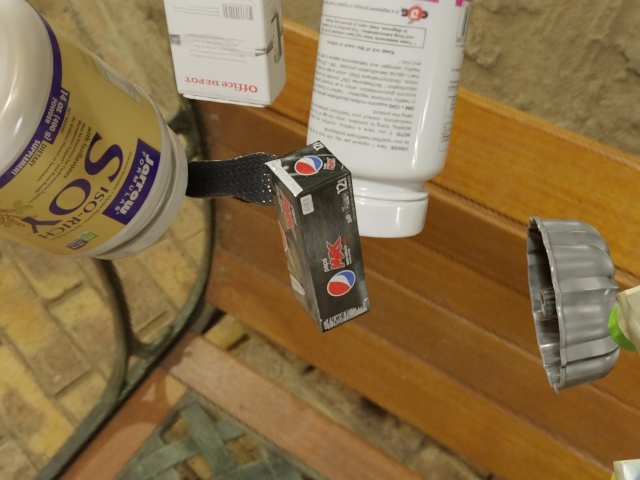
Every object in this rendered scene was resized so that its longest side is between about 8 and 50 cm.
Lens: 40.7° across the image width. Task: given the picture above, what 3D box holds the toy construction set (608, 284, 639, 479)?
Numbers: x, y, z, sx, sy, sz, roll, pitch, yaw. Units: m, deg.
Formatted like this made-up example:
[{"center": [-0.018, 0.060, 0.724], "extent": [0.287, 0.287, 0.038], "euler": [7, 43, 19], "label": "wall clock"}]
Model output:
[{"center": [0.286, 0.044, 0.429], "extent": [0.151, 0.327, 0.215], "euler": [136, 120, -63], "label": "toy construction set"}]

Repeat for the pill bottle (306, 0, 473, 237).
[{"center": [0.069, -0.156, 0.960], "extent": [0.160, 0.160, 0.283], "euler": [18, 109, 34], "label": "pill bottle"}]

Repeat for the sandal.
[{"center": [-0.102, -0.079, 1.124], "extent": [0.179, 0.040, 0.067], "euler": [4, 85, 28], "label": "sandal"}]

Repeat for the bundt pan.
[{"center": [0.469, 0.110, 1.590], "extent": [0.124, 0.331, 0.331], "euler": [-6, 120, 5], "label": "bundt pan"}]

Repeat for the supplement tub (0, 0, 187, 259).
[{"center": [-0.323, -0.114, 0.995], "extent": [0.241, 0.241, 0.331], "euler": [28, 177, 27], "label": "supplement tub"}]

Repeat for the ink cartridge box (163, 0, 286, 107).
[{"center": [-0.141, -0.322, 1.300], "extent": [0.158, 0.092, 0.218], "euler": [10, 129, 14], "label": "ink cartridge box"}]

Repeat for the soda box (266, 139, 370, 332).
[{"center": [0.000, 0.000, 0.759], "extent": [0.060, 0.053, 0.169], "euler": [48, 157, 43], "label": "soda box"}]
